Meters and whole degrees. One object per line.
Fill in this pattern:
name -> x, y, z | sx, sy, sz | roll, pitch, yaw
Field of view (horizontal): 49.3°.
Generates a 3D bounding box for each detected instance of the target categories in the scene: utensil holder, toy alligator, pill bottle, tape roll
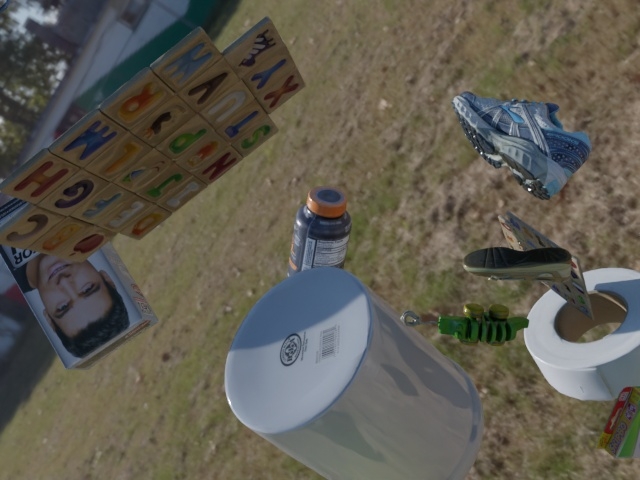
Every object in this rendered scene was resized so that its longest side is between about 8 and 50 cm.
utensil holder -> 0.062, 0.272, 1.255 | 0.327, 0.385, 0.328 | -25, 43, 26
toy alligator -> 0.213, 0.125, 1.003 | 0.051, 0.189, 0.056 | -101, 14, -70
pill bottle -> 0.000, 0.000, 1.590 | 0.130, 0.130, 0.246 | -94, 12, -55
tape roll -> 0.568, 0.187, 1.428 | 0.286, 0.100, 0.286 | -28, 26, 15

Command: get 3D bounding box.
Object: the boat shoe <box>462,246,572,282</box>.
boat shoe -> 0.287, 0.041, 1.021 | 0.153, 0.048, 0.056 | -4, 33, 10

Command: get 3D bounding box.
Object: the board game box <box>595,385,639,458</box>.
board game box -> 0.584, 0.305, 1.173 | 0.039, 0.259, 0.124 | -129, 50, -61

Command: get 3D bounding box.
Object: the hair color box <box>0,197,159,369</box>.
hair color box -> -0.525, 0.065, 1.470 | 0.185, 0.374, 0.113 | -34, -11, -3

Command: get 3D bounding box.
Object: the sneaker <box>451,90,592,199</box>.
sneaker -> 0.322, -0.175, 1.128 | 0.122, 0.110, 0.283 | -38, 44, 3

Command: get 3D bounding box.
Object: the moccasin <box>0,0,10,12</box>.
moccasin -> -0.450, -0.343, 0.876 | 0.342, 0.137, 0.117 | -41, 11, 43

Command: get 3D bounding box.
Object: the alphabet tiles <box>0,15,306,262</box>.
alphabet tiles -> -0.167, -0.092, 0.742 | 0.342, 0.011, 0.285 | -37, -13, 2

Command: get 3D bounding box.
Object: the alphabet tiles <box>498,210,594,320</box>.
alphabet tiles -> 0.454, 0.041, 1.420 | 0.009, 0.198, 0.237 | -38, 42, -5
